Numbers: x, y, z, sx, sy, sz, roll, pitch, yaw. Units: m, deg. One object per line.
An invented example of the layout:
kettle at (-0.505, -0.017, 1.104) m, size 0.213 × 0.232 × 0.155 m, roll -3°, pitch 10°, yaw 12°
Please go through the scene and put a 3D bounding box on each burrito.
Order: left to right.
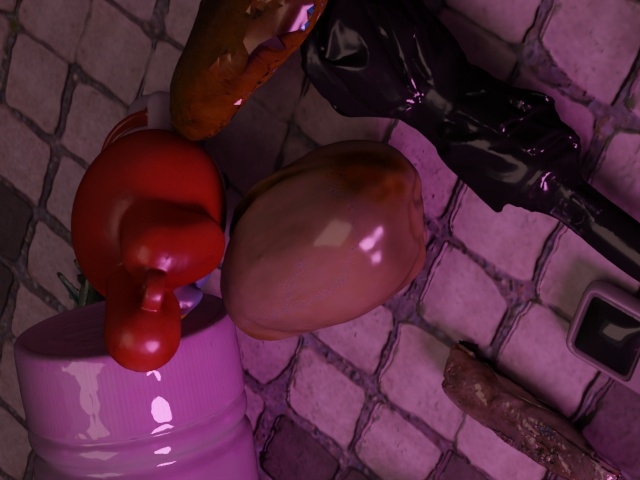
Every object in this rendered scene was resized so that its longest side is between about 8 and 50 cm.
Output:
burrito at (0.163, 0.144, 1.116) m, size 0.171 × 0.042 × 0.051 m, roll 34°, pitch 134°, yaw 26°

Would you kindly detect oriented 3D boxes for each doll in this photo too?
doll at (-0.140, -0.015, 1.169) m, size 0.290 × 0.130 × 0.161 m, roll -102°, pitch 28°, yaw -54°

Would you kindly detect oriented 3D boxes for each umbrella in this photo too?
umbrella at (0.117, -0.081, 1.040) m, size 0.340 × 0.118 × 0.118 m, roll 42°, pitch 126°, yaw 15°

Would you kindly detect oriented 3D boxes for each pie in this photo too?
pie at (-0.051, -0.195, 1.072) m, size 0.069 × 0.273 × 0.273 m, roll 22°, pitch 129°, yaw -18°

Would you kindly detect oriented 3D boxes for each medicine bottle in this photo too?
medicine bottle at (-0.154, 0.222, 1.285) m, size 0.202 × 0.202 × 0.316 m, roll 3°, pitch 106°, yaw 37°

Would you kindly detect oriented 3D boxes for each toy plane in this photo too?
toy plane at (-0.228, 0.059, 1.400) m, size 0.080 × 0.033 × 0.083 m, roll 25°, pitch 126°, yaw 29°

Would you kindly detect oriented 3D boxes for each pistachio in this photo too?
pistachio at (0.000, 0.000, 1.134) m, size 0.215 × 0.144 × 0.144 m, roll -35°, pitch 82°, yaw 38°

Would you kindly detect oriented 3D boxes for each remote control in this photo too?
remote control at (0.291, 0.115, 1.013) m, size 0.261 × 0.029 × 0.067 m, roll 32°, pitch 122°, yaw 26°
